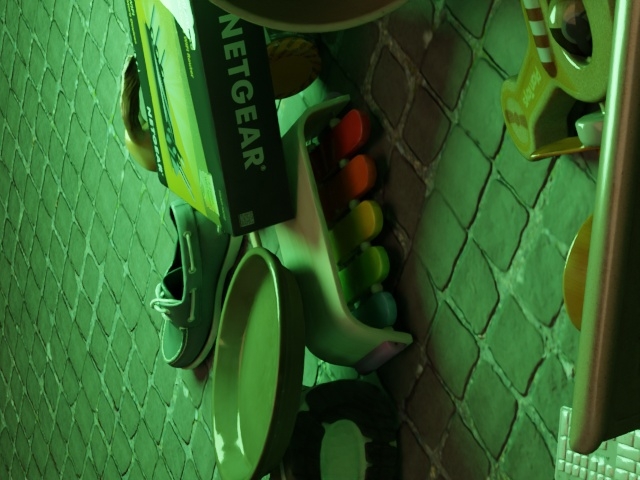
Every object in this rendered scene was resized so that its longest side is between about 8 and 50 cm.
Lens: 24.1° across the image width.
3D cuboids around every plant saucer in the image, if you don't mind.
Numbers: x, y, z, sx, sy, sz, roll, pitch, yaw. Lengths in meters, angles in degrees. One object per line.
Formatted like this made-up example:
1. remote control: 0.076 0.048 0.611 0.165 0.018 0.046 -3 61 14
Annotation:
1. plant saucer: -0.071 0.146 1.692 0.278 0.041 0.278 -173 90 -73

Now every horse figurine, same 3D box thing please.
1. horse figurine: -0.181 -0.133 1.909 0.066 0.263 0.174 -13 59 33

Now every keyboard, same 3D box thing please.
1. keyboard: 0.283 0.202 1.288 0.256 0.014 0.072 12 104 61

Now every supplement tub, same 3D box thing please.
1. supplement tub: -0.072 -0.267 1.777 0.117 0.117 0.190 -61 42 47

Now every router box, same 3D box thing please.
1. router box: -0.135 -0.185 1.708 0.243 0.081 0.309 33 136 59

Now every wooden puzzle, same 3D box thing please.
1. wooden puzzle: 0.256 -0.057 0.950 0.080 0.348 0.322 17 111 41

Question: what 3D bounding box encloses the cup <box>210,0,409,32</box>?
1. cup: -0.011 -0.390 1.489 0.237 0.331 0.331 -93 8 -73

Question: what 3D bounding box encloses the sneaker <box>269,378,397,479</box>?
1. sneaker: -0.001 0.349 1.743 0.182 0.158 0.410 -160 75 -71

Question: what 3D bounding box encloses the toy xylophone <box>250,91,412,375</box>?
1. toy xylophone: 0.000 0.000 1.720 0.236 0.081 0.322 -28 69 62

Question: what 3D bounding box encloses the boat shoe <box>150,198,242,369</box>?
1. boat shoe: -0.192 0.057 2.074 0.116 0.099 0.319 60 143 38

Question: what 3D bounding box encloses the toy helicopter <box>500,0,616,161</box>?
1. toy helicopter: 0.208 -0.143 1.224 0.355 0.140 0.235 96 151 -71
